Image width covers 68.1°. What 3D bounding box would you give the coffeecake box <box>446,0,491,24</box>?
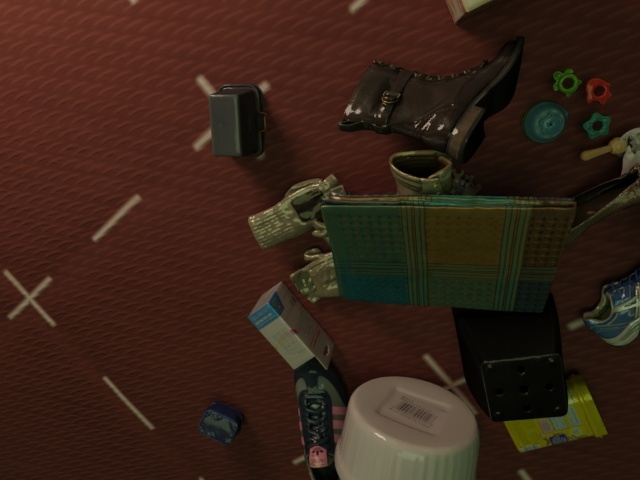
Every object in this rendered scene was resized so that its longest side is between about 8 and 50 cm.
[{"bbox_3d":[0.251,-0.375,0.661,0.142,0.185,0.068,-22,104,18],"label":"coffeecake box"}]

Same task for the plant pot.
[{"bbox_3d":[0.357,0.222,0.871,0.188,0.167,0.188,-11,106,14],"label":"plant pot"}]

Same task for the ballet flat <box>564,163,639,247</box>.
[{"bbox_3d":[0.437,-0.053,0.780,0.250,0.084,0.058,-31,129,33],"label":"ballet flat"}]

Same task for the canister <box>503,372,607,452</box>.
[{"bbox_3d":[0.458,0.349,0.948,0.170,0.073,0.126,-24,104,19],"label":"canister"}]

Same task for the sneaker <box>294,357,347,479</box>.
[{"bbox_3d":[0.006,0.409,1.025,0.112,0.131,0.318,-9,108,14],"label":"sneaker"}]

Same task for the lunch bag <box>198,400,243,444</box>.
[{"bbox_3d":[-0.228,0.426,1.113,0.099,0.065,0.067,27,97,2],"label":"lunch bag"}]

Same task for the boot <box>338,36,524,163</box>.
[{"bbox_3d":[0.176,-0.251,0.757,0.229,0.091,0.263,28,71,27],"label":"boot"}]

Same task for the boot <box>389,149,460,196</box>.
[{"bbox_3d":[0.217,-0.066,0.779,0.213,0.077,0.165,18,152,25],"label":"boot"}]

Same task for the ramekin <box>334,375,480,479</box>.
[{"bbox_3d":[0.170,0.380,0.913,0.278,0.277,0.135,7,104,8],"label":"ramekin"}]

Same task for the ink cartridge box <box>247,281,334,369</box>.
[{"bbox_3d":[-0.055,0.185,0.969,0.062,0.104,0.181,-36,99,21],"label":"ink cartridge box"}]

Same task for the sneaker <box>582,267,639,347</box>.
[{"bbox_3d":[0.555,0.095,0.832,0.081,0.080,0.211,27,111,-3],"label":"sneaker"}]

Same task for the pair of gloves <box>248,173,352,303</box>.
[{"bbox_3d":[0.000,0.000,0.925,0.204,0.042,0.240,-31,107,14],"label":"pair of gloves"}]

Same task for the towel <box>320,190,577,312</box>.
[{"bbox_3d":[0.200,0.026,0.799,0.371,0.040,0.271,2,138,13],"label":"towel"}]

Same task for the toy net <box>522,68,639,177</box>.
[{"bbox_3d":[0.458,-0.184,0.771,0.232,0.045,0.122,24,111,0],"label":"toy net"}]

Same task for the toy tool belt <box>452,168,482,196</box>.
[{"bbox_3d":[0.246,-0.101,0.843,0.083,0.052,0.051,35,74,-7],"label":"toy tool belt"}]

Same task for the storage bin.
[{"bbox_3d":[-0.149,-0.209,0.851,0.098,0.091,0.135,4,111,10],"label":"storage bin"}]
